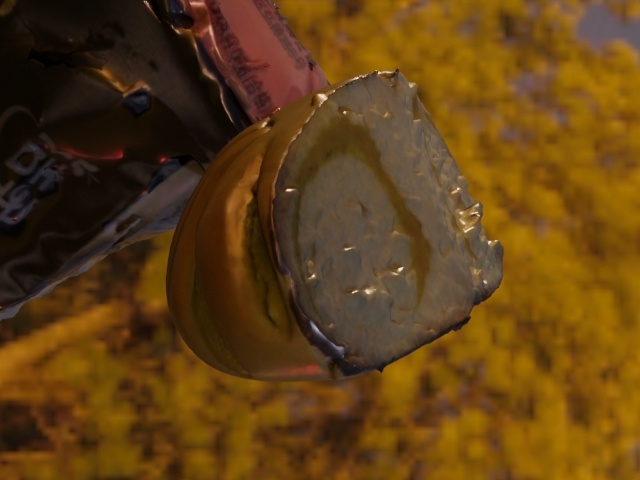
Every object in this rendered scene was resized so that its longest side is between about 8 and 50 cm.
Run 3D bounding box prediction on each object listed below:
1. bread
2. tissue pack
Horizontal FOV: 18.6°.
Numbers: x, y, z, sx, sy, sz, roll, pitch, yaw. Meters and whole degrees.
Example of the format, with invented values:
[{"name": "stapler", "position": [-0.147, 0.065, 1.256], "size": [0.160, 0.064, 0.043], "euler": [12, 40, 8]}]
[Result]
[{"name": "bread", "position": [0.000, 0.000, 0.600], "size": [0.094, 0.157, 0.083], "euler": [-25, -90, 38]}, {"name": "tissue pack", "position": [-0.166, -0.137, 0.911], "size": [0.245, 0.123, 0.332], "euler": [-30, -85, 46]}]
